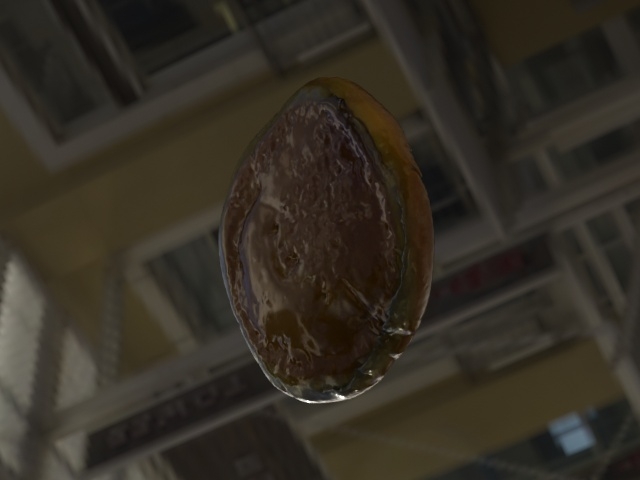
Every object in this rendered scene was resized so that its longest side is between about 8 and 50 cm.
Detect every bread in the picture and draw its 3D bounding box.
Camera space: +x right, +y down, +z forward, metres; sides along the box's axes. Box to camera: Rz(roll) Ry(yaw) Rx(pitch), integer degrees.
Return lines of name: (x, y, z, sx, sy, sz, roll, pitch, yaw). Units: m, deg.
bread: (0.000, 0.000, 0.641, 0.024, 0.110, 0.110, 1, -120, -38)
